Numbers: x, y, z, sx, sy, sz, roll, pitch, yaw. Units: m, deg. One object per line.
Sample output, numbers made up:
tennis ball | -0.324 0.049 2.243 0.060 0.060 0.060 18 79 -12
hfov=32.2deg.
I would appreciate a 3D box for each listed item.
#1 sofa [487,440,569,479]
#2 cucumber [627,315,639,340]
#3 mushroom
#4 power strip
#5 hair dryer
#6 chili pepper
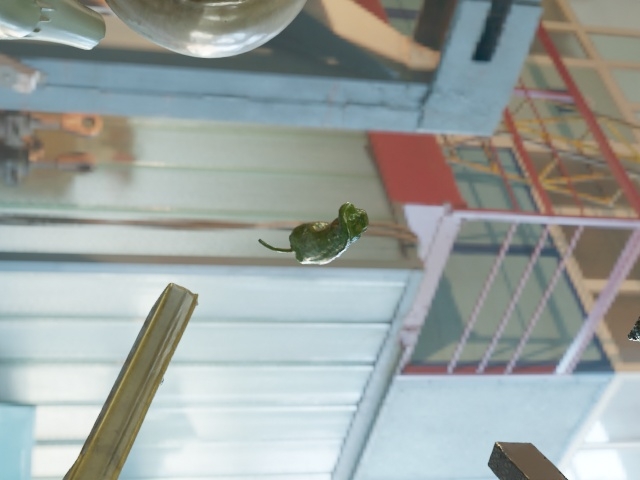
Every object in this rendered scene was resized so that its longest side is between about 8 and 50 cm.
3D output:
sofa | 0.260 0.292 1.357 0.118 0.060 0.039 -134 -128 -59
cucumber | 0.465 0.083 1.186 0.300 0.072 0.072 -8 -101 40
mushroom | -0.097 -0.269 0.955 0.215 0.207 0.207 134 -44 -74
power strip | -0.182 0.155 1.027 0.064 0.044 0.305 -50 -165 47
hair dryer | -0.304 -0.252 1.060 0.088 0.219 0.225 -48 -129 11
chili pepper | 0.001 -0.002 1.648 0.204 0.072 0.073 -22 -87 52
